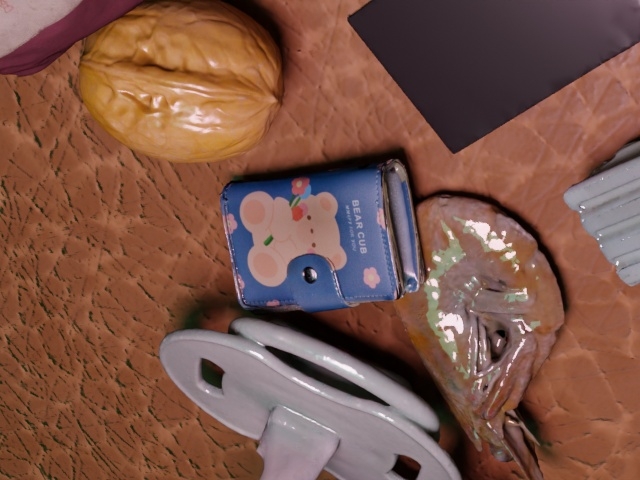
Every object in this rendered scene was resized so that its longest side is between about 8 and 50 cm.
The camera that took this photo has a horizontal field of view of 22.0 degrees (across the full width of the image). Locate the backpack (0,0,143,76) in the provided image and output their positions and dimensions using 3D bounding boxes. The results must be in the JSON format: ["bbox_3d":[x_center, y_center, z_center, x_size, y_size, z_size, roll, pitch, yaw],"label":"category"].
[{"bbox_3d":[-0.242,-0.333,1.451,0.283,0.197,0.317,-25,86,16],"label":"backpack"}]

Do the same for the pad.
[{"bbox_3d":[0.158,-0.196,1.474,0.245,0.006,0.170,-31,105,36],"label":"pad"}]

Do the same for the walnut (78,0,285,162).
[{"bbox_3d":[-0.130,-0.153,1.544,0.207,0.159,0.159,15,125,22],"label":"walnut"}]

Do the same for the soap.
[{"bbox_3d":[0.321,-0.041,1.436,0.198,0.063,0.114,-23,107,47],"label":"soap"}]

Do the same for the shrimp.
[{"bbox_3d":[0.172,0.098,1.611,0.168,0.077,0.317,-19,105,32],"label":"shrimp"}]

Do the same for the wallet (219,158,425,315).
[{"bbox_3d":[0.000,0.000,1.608,0.202,0.059,0.141,-6,96,35],"label":"wallet"}]

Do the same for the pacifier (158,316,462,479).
[{"bbox_3d":[-0.031,0.218,1.654,0.343,0.269,0.288,22,153,8],"label":"pacifier"}]
